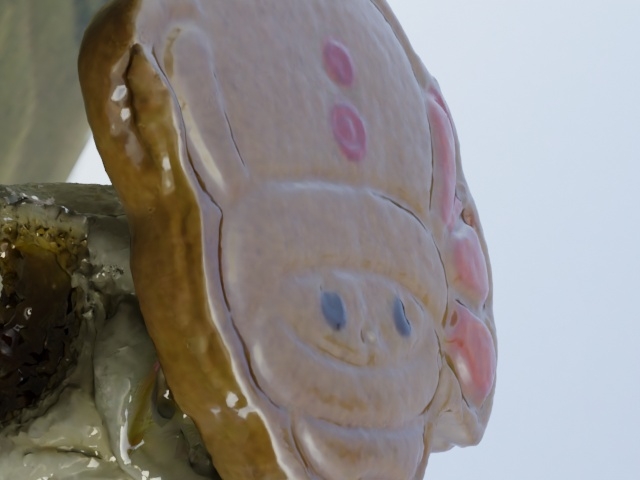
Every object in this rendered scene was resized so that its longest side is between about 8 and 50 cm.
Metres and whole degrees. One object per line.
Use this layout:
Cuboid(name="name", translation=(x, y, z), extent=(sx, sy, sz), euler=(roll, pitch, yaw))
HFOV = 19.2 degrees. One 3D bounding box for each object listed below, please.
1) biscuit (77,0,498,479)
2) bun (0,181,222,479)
Cuboid(name="biscuit", translation=(0.000, 0.000, 1.068), extent=(0.074, 0.359, 0.381), euler=(-19, -108, 31))
Cuboid(name="bun", translation=(-0.103, 0.098, 1.134), extent=(0.205, 0.281, 0.281), euler=(6, -113, 49))
